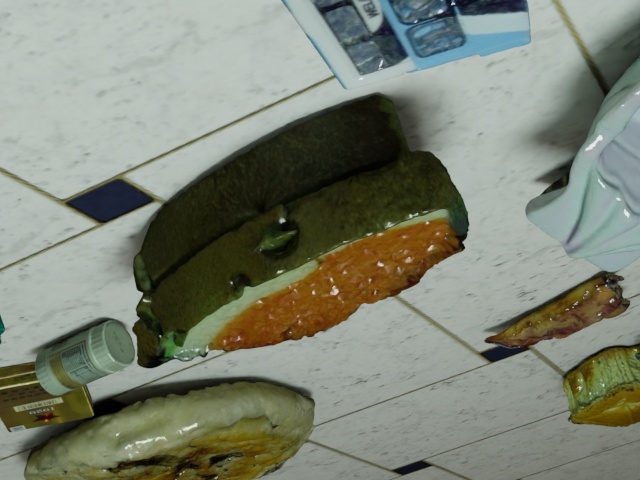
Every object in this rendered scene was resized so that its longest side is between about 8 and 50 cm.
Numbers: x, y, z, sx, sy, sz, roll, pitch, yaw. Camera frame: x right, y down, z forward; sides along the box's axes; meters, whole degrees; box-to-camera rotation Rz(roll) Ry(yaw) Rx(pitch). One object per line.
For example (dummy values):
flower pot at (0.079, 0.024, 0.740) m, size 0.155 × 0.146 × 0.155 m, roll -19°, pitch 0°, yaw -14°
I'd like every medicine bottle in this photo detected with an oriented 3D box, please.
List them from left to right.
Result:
medicine bottle at (-0.215, 0.108, 1.114) m, size 0.083 × 0.047 × 0.047 m, roll -25°, pitch 153°, yaw 23°

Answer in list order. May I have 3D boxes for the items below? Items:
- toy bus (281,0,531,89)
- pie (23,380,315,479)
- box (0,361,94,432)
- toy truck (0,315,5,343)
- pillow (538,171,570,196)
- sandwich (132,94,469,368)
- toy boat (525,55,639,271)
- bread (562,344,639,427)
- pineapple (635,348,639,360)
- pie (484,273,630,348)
toy bus at (0.019, -0.182, 0.561) m, size 0.131 × 0.106 × 0.297 m, roll -16°, pitch 157°, yaw 15°
pie at (-0.167, 0.245, 1.391) m, size 0.339 × 0.077 × 0.339 m, roll -11°, pitch 155°, yaw -5°
box at (-0.277, 0.153, 1.209) m, size 0.090 × 0.023 × 0.133 m, roll -9°, pitch 155°, yaw -7°
toy truck at (-0.331, 0.085, 0.942) m, size 0.124 × 0.114 × 0.253 m, roll -11°, pitch 158°, yaw -32°
pillow at (0.284, -0.072, 1.001) m, size 0.203 × 0.038 × 0.113 m, roll -32°, pitch 152°, yaw 35°
sandwich at (-0.001, -0.005, 0.927) m, size 0.212 × 0.109 × 0.292 m, roll -2°, pitch 156°, yaw -39°
toy boat at (0.281, -0.081, 0.865) m, size 0.199 × 0.100 × 0.290 m, roll 33°, pitch 132°, yaw -27°
bread at (0.386, 0.185, 1.556) m, size 0.140 × 0.069 × 0.128 m, roll 5°, pitch 148°, yaw -28°
pineapple at (0.477, 0.114, 1.431) m, size 0.103 × 0.083 × 0.221 m, roll 37°, pitch 126°, yaw -20°
pie at (0.269, 0.082, 1.323) m, size 0.092 × 0.034 × 0.170 m, roll 17°, pitch 141°, yaw -41°
